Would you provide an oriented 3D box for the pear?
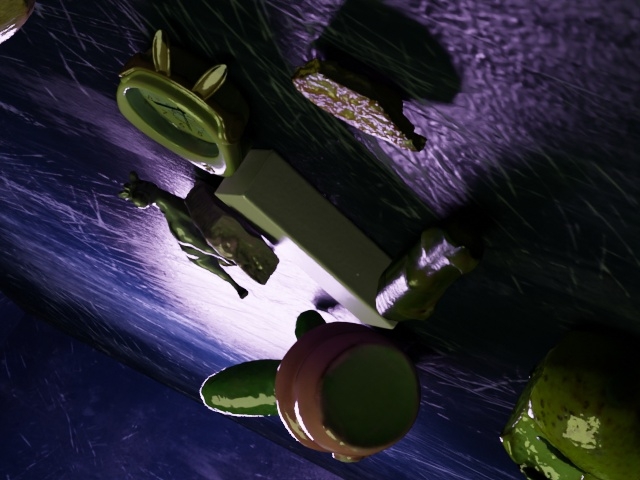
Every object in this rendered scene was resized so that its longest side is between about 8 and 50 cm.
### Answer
[{"bbox_3d":[0.358,0.232,1.656,0.238,0.164,0.255,33,163,7],"label":"pear"}]

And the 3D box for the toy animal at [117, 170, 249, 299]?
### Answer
[{"bbox_3d":[-0.180,-0.013,2.092,0.170,0.090,0.255,23,160,43],"label":"toy animal"}]

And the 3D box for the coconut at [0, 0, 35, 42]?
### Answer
[{"bbox_3d":[-0.393,-0.297,1.506,0.194,0.194,0.194,30,164,10],"label":"coconut"}]

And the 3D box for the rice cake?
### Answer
[{"bbox_3d":[-0.126,-0.019,1.881,0.106,0.050,0.298,38,-177,-16],"label":"rice cake"}]

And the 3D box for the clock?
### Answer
[{"bbox_3d":[-0.157,-0.167,1.620,0.170,0.069,0.232,32,163,4],"label":"clock"}]

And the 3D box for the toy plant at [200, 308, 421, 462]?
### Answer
[{"bbox_3d":[-0.002,0.231,2.185,0.317,0.211,0.356,-5,-172,-18],"label":"toy plant"}]

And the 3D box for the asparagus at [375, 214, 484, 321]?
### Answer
[{"bbox_3d":[0.132,0.029,1.626,0.082,0.085,0.343,39,160,3],"label":"asparagus"}]

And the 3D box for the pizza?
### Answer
[{"bbox_3d":[0.037,-0.144,1.379,0.160,0.036,0.099,28,164,13],"label":"pizza"}]

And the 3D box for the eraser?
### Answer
[{"bbox_3d":[-0.001,0.000,1.795,0.298,0.076,0.078,42,161,-29],"label":"eraser"}]
